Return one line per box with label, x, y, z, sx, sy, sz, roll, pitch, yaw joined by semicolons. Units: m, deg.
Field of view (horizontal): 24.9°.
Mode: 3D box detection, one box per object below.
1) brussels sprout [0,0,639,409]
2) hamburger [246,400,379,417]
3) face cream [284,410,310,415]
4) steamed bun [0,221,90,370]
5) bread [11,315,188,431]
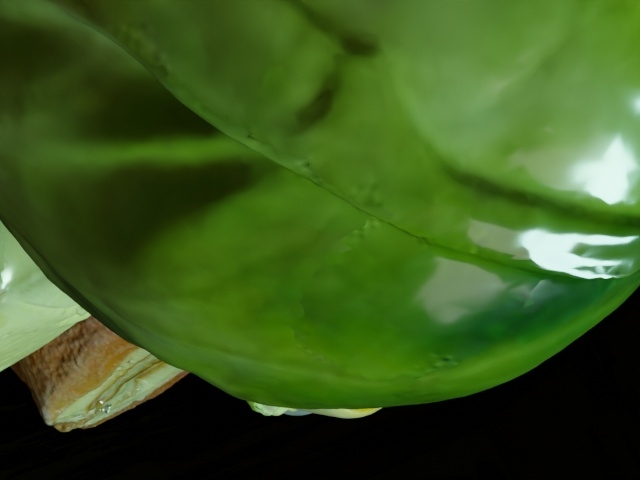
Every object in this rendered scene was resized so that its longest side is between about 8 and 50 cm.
brussels sprout;0.020;-0.107;0.679;0.425;0.361;0.342;-33;167;7
hamburger;0.000;0.000;1.169;0.300;0.176;0.300;-36;137;-43
face cream;0.053;0.090;1.792;0.420;0.137;0.235;-28;166;-49
steamed bun;-0.269;0.020;0.926;0.273;0.166;0.232;-30;176;20
bread;-0.183;0.074;1.287;0.244;0.123;0.190;-38;163;31
